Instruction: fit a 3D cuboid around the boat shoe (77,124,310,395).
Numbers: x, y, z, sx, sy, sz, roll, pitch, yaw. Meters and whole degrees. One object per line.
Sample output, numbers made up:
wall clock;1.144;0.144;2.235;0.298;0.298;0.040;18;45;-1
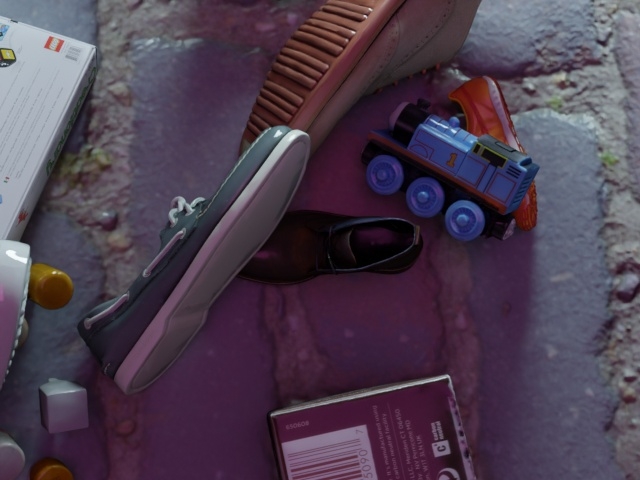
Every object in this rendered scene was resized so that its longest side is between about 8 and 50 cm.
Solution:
boat shoe;-0.131;0.005;1.040;0.099;0.116;0.319;40;104;17

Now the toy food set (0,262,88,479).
toy food set;-0.304;0.142;1.058;0.111;0.104;0.232;-7;99;-27

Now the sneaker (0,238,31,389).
sneaker;-0.368;0.097;0.909;0.150;0.366;0.135;16;54;-31

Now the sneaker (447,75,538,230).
sneaker;0.188;-0.089;1.136;0.067;0.064;0.175;-23;79;16

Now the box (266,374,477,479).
box;0.046;0.226;0.999;0.167;0.203;0.169;-12;83;-5

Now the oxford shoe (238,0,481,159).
oxford shoe;0.071;-0.202;1.102;0.146;0.140;0.397;36;97;-32

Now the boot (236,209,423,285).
boot;0.000;0.000;1.079;0.219;0.106;0.082;-4;82;-4

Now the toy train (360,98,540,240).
toy train;0.131;-0.074;1.090;0.184;0.080;0.105;32;107;18

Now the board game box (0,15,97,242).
board game box;-0.368;-0.095;1.053;0.193;0.053;0.305;18;62;0
